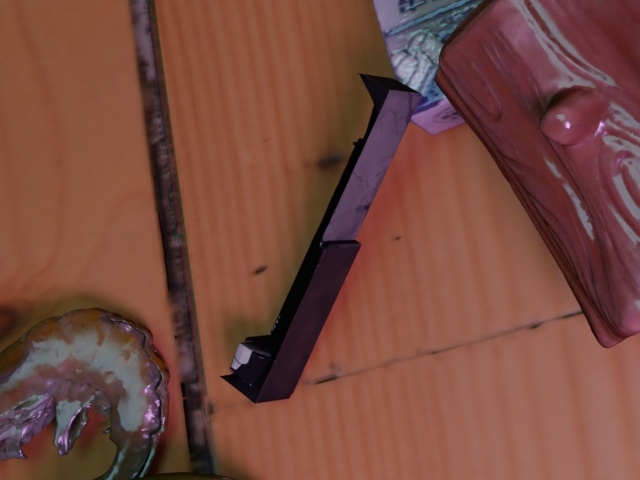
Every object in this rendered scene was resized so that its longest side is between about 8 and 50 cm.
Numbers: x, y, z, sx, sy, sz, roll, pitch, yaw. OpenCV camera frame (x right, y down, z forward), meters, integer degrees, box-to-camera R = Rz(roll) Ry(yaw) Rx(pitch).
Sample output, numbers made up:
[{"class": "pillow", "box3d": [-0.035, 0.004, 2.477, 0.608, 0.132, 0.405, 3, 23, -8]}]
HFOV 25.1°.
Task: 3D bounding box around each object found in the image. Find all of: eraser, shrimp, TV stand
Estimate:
[{"class": "eraser", "box3d": [0.151, -0.174, 1.056, 0.210, 0.068, 0.125, -21, 70, 19]}, {"class": "shrimp", "box3d": [-0.223, 0.163, 1.163, 0.253, 0.058, 0.173, -43, 72, 8]}, {"class": "TV stand", "box3d": [0.000, 0.000, 1.058, 0.040, 0.049, 0.256, 33, 109, 29]}]

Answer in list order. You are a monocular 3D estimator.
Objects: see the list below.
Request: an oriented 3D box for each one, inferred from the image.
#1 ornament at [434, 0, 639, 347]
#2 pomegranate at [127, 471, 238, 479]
[{"class": "ornament", "box3d": [0.199, -0.071, 0.910, 0.235, 0.221, 0.218, -30, 80, -27]}, {"class": "pomegranate", "box3d": [-0.135, 0.264, 1.036, 0.240, 0.159, 0.190, -15, 71, 27]}]
